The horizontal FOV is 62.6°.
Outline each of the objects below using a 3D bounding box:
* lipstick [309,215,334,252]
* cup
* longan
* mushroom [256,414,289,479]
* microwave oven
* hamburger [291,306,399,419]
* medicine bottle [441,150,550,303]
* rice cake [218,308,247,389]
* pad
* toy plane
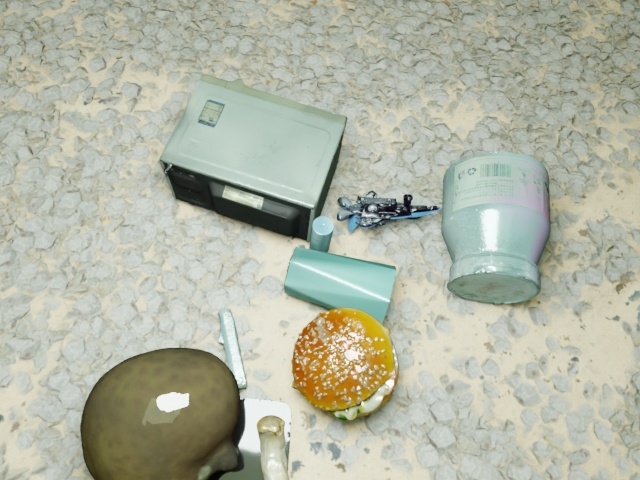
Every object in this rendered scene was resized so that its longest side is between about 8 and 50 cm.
[{"bbox_3d":[0.000,0.000,1.201,0.048,0.158,0.048,2,65,-4],"label":"lipstick"},{"bbox_3d":[0.040,0.098,1.179,0.235,0.148,0.134,13,92,2],"label":"cup"},{"bbox_3d":[-0.283,0.339,0.980,0.300,0.243,0.300,0,85,-2],"label":"longan"},{"bbox_3d":[-0.089,0.452,1.047,0.059,0.054,0.202,-6,71,-9],"label":"mushroom"},{"bbox_3d":[-0.149,-0.182,1.238,0.355,0.218,0.286,17,67,2],"label":"microwave oven"},{"bbox_3d":[0.052,0.250,1.089,0.236,0.147,0.237,-1,80,5],"label":"hamburger"},{"bbox_3d":[0.396,-0.021,1.206,0.245,0.245,0.290,9,68,-1],"label":"medicine bottle"},{"bbox_3d":[-0.196,0.236,1.148,0.042,0.030,0.180,-13,67,-9],"label":"rice cake"},{"bbox_3d":[-0.155,0.458,1.067,0.181,0.004,0.267,5,65,-3],"label":"pad"},{"bbox_3d":[0.163,-0.077,1.263,0.246,0.078,0.169,-8,27,9],"label":"toy plane"}]
